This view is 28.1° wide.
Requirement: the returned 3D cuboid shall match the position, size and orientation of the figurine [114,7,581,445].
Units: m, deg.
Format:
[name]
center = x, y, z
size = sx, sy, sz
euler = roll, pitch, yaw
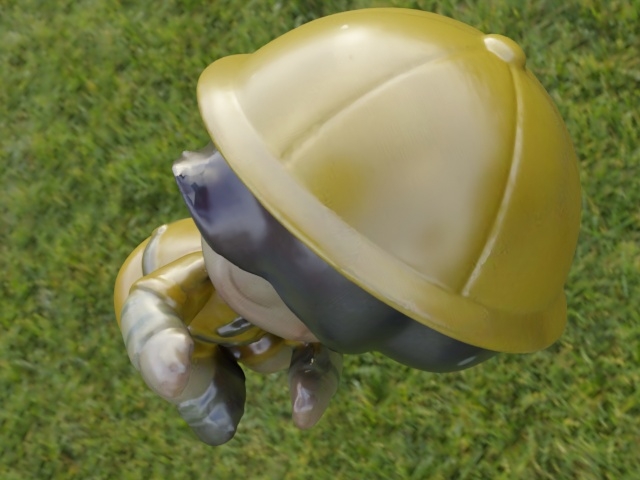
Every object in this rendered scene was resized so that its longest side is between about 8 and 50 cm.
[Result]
[figurine]
center = -0.001, -0.005, 0.589
size = 0.257, 0.192, 0.167
euler = -26, 70, 43
